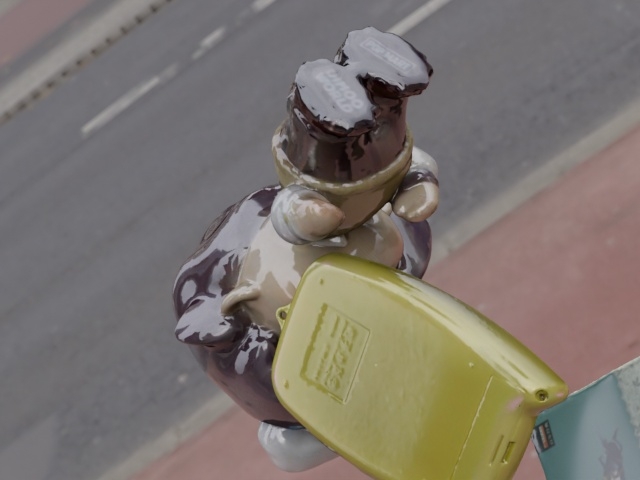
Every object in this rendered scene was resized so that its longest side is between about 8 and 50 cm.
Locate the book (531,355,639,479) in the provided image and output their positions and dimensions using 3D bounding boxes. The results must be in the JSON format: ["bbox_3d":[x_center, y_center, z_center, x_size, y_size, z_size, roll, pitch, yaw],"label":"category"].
[{"bbox_3d":[0.430,0.284,1.924,0.379,0.031,0.264,-40,57,45],"label":"book"}]

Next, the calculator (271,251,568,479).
[{"bbox_3d":[0.057,0.106,1.092,0.237,0.157,0.033,28,22,28],"label":"calculator"}]

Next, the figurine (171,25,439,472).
[{"bbox_3d":[0.019,0.007,1.193,0.218,0.206,0.365,-56,1,-38],"label":"figurine"}]
